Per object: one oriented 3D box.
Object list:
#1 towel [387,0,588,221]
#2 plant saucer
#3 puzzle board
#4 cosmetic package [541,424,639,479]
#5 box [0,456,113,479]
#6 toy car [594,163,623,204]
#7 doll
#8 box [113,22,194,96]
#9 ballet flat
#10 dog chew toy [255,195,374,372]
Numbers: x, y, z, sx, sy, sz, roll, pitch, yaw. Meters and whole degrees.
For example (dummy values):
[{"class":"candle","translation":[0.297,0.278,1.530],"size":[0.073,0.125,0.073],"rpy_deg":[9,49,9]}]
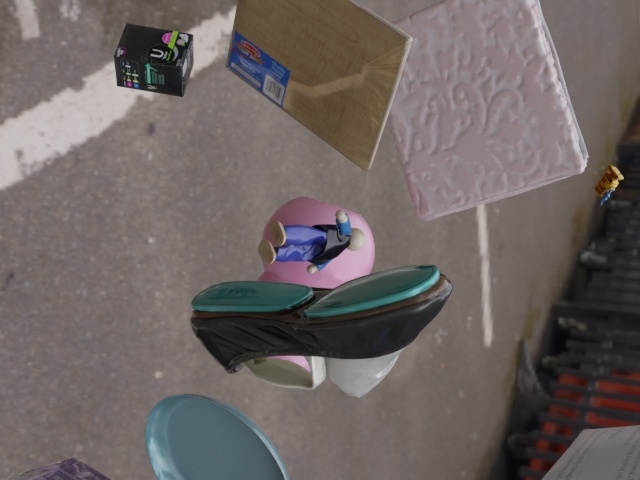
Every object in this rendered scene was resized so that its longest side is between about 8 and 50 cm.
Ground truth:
[{"class":"towel","translation":[0.240,-0.224,1.566],"size":[0.053,0.317,0.332],"rpy_deg":[-18,91,-52]},{"class":"plant saucer","translation":[-0.174,0.399,1.728],"size":[0.043,0.317,0.318],"rpy_deg":[-37,129,-48]},{"class":"puzzle board","translation":[-0.005,-0.115,0.601],"size":[0.011,0.128,0.096],"rpy_deg":[-31,150,-39]},{"class":"cosmetic package","translation":[0.346,0.207,0.644],"size":[0.217,0.385,0.156],"rpy_deg":[-15,94,-58]},{"class":"box","translation":[-0.341,0.338,1.108],"size":[0.207,0.153,0.108],"rpy_deg":[-11,97,-34]},{"class":"toy car","translation":[0.317,-0.017,0.950],"size":[0.060,0.122,0.040],"rpy_deg":[8,127,-37]},{"class":"doll","translation":[0.000,0.000,1.512],"size":[0.189,0.046,0.129],"rpy_deg":[0,132,-43]},{"class":"box","translation":[-0.199,-0.216,1.177],"size":[0.052,0.083,0.062],"rpy_deg":[98,2,-54]},{"class":"ballet flat","translation":[0.005,0.076,0.821],"size":[0.095,0.280,0.096],"rpy_deg":[-32,108,-41]},{"class":"dog chew toy","translation":[-0.031,0.094,1.750],"size":[0.206,0.206,0.332],"rpy_deg":[16,92,-67]}]
